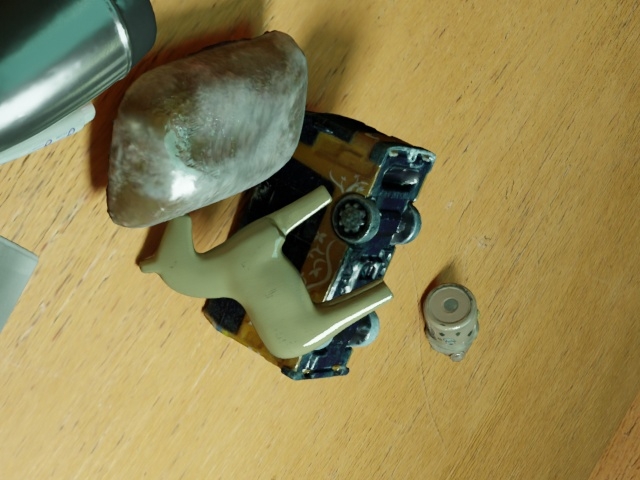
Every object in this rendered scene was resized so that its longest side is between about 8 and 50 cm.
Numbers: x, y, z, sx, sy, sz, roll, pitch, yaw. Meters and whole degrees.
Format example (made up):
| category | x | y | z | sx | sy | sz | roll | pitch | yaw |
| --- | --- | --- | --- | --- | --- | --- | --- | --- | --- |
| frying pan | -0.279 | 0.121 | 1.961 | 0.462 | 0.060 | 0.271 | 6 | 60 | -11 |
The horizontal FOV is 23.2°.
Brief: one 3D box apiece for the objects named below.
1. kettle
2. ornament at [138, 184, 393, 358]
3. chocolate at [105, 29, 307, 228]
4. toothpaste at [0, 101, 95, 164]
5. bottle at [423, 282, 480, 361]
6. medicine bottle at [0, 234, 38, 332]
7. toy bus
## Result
| category | x | y | z | sx | sy | sz | roll | pitch | yaw |
| --- | --- | --- | --- | --- | --- | --- | --- | --- | --- |
| kettle | -0.318 | -0.165 | 1.373 | 0.271 | 0.251 | 0.207 | -45 | 117 | -22 |
| ornament | -0.071 | 0.037 | 1.868 | 0.245 | 0.230 | 0.061 | -31 | -168 | 0 |
| chocolate | -0.111 | -0.123 | 1.772 | 0.303 | 0.100 | 0.185 | -29 | 131 | -49 |
| toothpaste | -0.307 | -0.095 | 1.565 | 0.218 | 0.052 | 0.033 | -36 | 102 | -46 |
| bottle | 0.221 | 0.140 | 2.627 | 0.099 | 0.099 | 0.152 | -56 | 157 | -19 |
| medicine bottle | -0.375 | 0.068 | 1.518 | 0.188 | 0.088 | 0.132 | -63 | 152 | -6 |
| toy bus | 0.000 | 0.000 | 2.013 | 0.162 | 0.194 | 0.323 | 3 | 111 | -60 |
